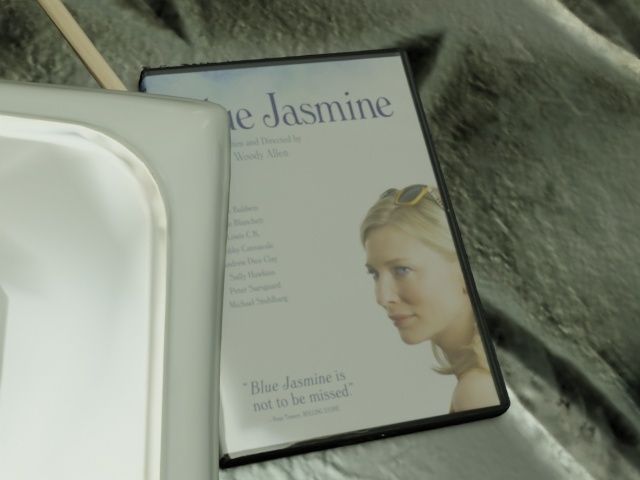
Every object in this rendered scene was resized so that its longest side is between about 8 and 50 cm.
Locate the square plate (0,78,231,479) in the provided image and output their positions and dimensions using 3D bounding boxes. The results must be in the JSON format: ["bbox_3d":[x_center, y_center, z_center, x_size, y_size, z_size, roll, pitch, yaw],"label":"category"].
[{"bbox_3d":[-0.205,0.066,0.584,0.344,0.049,0.347,6,69,-19],"label":"square plate"}]

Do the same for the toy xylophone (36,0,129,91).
[{"bbox_3d":[-0.219,-0.044,0.703,0.236,0.081,0.322,-25,76,-23],"label":"toy xylophone"}]

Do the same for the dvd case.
[{"bbox_3d":[0.000,0.000,0.777,0.180,0.022,0.253,-8,69,-18],"label":"dvd case"}]
